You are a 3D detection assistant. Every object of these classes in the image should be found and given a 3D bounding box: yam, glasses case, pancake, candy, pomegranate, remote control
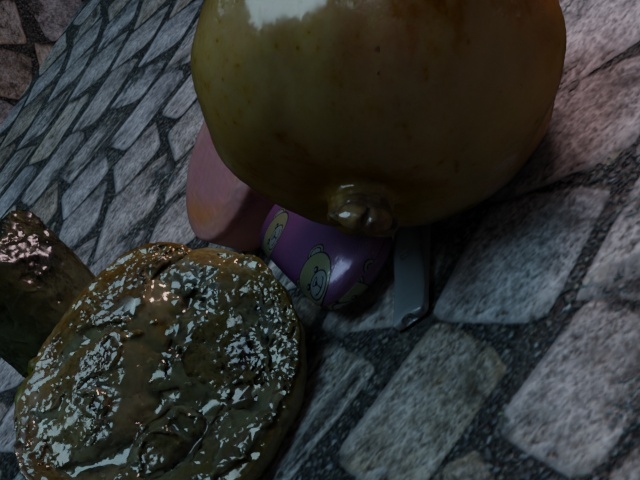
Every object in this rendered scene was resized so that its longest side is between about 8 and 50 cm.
[{"bbox_3d":[-0.406,0.110,1.896,0.195,0.300,0.195,-38,17,14],"label":"yam"},{"bbox_3d":[0.000,0.000,1.589,0.123,0.076,0.316,-50,23,1],"label":"glasses case"},{"bbox_3d":[-0.190,0.172,1.501,0.386,0.082,0.387,-10,56,14],"label":"pancake"},{"bbox_3d":[-0.111,-0.113,1.842,0.255,0.094,0.255,-38,44,50],"label":"candy"},{"bbox_3d":[0.052,-0.180,1.373,0.411,0.411,0.411,-40,25,23],"label":"pomegranate"},{"bbox_3d":[0.100,0.025,1.435,0.050,0.027,0.184,-39,27,30],"label":"remote control"}]

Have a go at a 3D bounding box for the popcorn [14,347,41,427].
[{"bbox_3d":[-0.299,0.196,1.688,0.233,0.192,0.266,-46,40,-6],"label":"popcorn"}]
